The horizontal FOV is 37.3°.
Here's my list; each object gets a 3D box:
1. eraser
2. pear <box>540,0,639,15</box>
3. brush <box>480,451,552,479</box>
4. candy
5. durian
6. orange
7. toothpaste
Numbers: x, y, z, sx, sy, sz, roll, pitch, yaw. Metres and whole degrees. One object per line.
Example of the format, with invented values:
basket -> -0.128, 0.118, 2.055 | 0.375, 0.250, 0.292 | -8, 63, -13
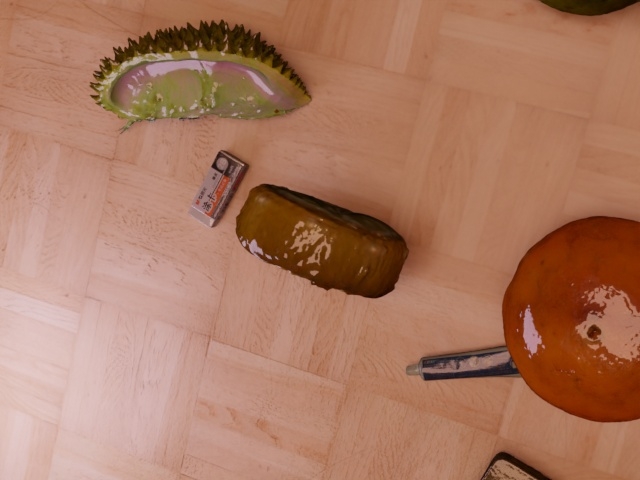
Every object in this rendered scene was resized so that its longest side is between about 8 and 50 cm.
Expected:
eraser -> -0.168, -0.085, 1.562 | 0.052, 0.029, 0.122 | 33, 103, 13
pear -> 0.370, -0.449, 1.246 | 0.342, 0.238, 0.318 | -32, 76, 18
brush -> 0.276, 0.429, 1.445 | 0.123, 0.059, 0.197 | 32, 104, 10
candy -> 0.000, 0.000, 1.397 | 0.260, 0.260, 0.118 | 23, 96, 15
durian -> -0.208, -0.257, 1.499 | 0.356, 0.157, 0.169 | -5, 110, 19
orange -> 0.387, 0.108, 1.295 | 0.284, 0.226, 0.283 | 0, 90, 23
toothpaste -> 0.227, 0.191, 1.453 | 0.197, 0.035, 0.057 | -7, 101, 16
